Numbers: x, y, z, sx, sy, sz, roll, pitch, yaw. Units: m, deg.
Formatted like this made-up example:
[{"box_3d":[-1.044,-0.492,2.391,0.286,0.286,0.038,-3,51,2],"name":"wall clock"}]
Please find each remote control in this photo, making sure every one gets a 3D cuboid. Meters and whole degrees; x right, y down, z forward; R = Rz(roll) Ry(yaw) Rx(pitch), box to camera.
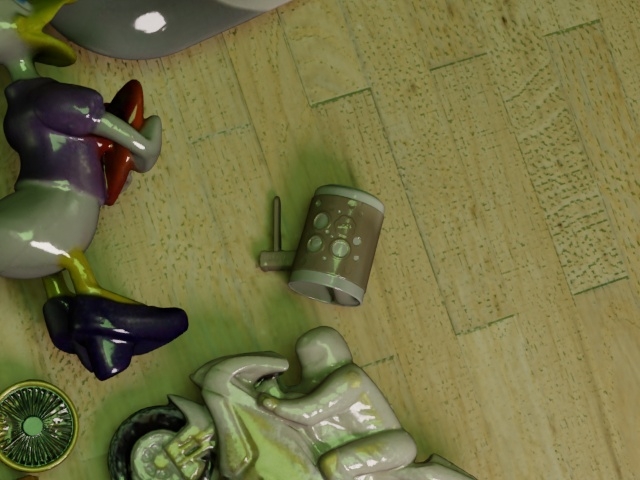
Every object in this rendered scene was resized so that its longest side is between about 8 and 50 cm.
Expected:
[{"box_3d":[-0.124,-0.298,1.829,0.332,0.103,0.221,-27,91,-15],"name":"remote control"}]

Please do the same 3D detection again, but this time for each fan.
[{"box_3d":[-0.291,0.169,1.744,0.155,0.039,0.082,-7,83,-13],"name":"fan"}]

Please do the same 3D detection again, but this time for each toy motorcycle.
[{"box_3d":[-0.004,0.195,1.773,0.340,0.108,0.223,27,81,-1],"name":"toy motorcycle"}]

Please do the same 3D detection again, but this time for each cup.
[{"box_3d":[0.006,0.003,1.836,0.074,0.102,0.099,31,69,-47],"name":"cup"}]

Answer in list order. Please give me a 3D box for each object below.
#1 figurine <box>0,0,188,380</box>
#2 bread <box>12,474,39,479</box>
[{"box_3d":[-0.246,-0.081,1.711,0.193,0.154,0.421,-10,86,-28],"name":"figurine"},{"box_3d":[-0.253,0.322,1.722,0.088,0.049,0.226,-17,86,-16],"name":"bread"}]
